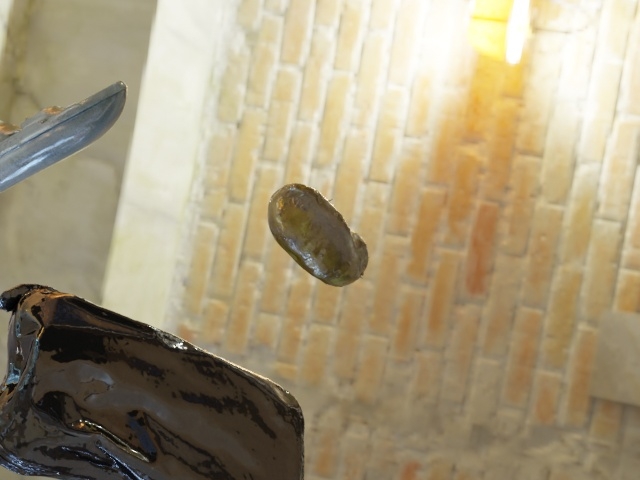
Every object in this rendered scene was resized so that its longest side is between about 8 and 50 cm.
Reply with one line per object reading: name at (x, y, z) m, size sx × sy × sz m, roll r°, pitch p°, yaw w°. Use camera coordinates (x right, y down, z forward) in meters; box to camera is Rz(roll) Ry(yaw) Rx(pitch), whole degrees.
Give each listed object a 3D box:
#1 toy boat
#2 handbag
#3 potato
toy boat at (-0.334, -0.126, 1.377) m, size 0.085 × 0.260 × 0.078 m, roll 64°, pitch -159°, yaw -6°
handbag at (-0.162, 0.167, 1.102) m, size 0.075 × 0.332 × 0.192 m, roll -44°, pitch 31°, yaw 39°
potato at (0.000, 0.000, 0.783) m, size 0.092 × 0.045 × 0.046 m, roll 47°, pitch -167°, yaw -34°
